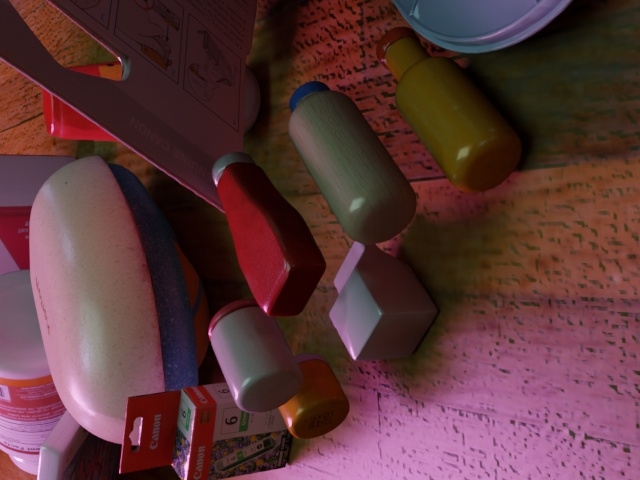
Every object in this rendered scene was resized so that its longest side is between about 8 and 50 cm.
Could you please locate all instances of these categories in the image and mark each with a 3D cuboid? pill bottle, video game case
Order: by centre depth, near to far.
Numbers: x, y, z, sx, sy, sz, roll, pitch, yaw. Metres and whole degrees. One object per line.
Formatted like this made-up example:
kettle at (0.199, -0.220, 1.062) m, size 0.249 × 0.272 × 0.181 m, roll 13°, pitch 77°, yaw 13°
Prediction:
video game case at (-0.218, 0.220, 0.921) m, size 0.183 × 0.023 × 0.201 m, roll -68°, pitch -8°, yaw -66°
pill bottle at (-0.274, 0.138, 0.987) m, size 0.216 × 0.121 × 0.121 m, roll 99°, pitch 151°, yaw -49°

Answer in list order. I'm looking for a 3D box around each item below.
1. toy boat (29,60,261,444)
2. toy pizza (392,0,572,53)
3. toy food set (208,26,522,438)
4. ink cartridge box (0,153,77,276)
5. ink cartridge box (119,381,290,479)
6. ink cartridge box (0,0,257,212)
toy boat at (-0.136, 0.000, 0.775) m, size 0.267 × 0.148 × 0.318 m, roll -118°, pitch 31°, yaw -43°
toy pizza at (0.086, -0.189, 0.473) m, size 0.201 × 0.032 × 0.201 m, roll 5°, pitch 96°, yaw 59°
toy food set at (0.000, 0.000, 0.555) m, size 0.104 × 0.111 × 0.232 m, roll 61°, pitch 138°, yaw 38°
ink cartridge box at (-0.370, 0.068, 1.062) m, size 0.131 × 0.226 × 0.306 m, roll 49°, pitch 133°, yaw 47°
ink cartridge box at (-0.075, 0.131, 0.686) m, size 0.029 × 0.115 × 0.063 m, roll 37°, pitch 124°, yaw 52°
ink cartridge box at (-0.145, -0.177, 0.549) m, size 0.066 × 0.296 × 0.261 m, roll -15°, pitch 57°, yaw 31°
